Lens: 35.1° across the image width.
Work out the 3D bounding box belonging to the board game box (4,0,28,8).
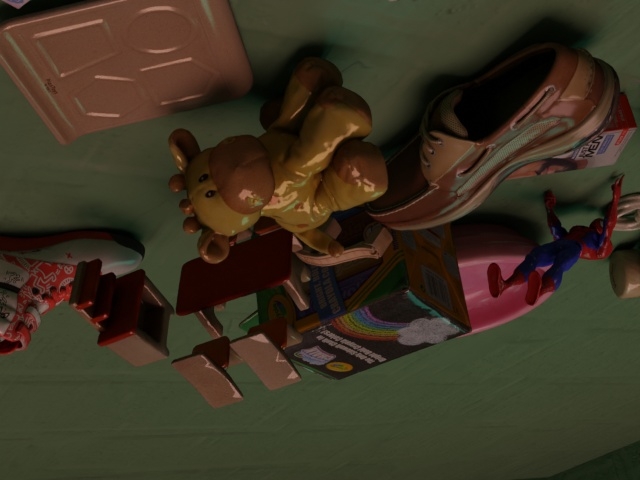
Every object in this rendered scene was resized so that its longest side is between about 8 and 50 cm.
[{"bbox_3d":[-0.248,-0.232,0.809,0.090,0.020,0.090,-26,152,27],"label":"board game box"}]

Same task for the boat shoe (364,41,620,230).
[{"bbox_3d":[0.166,-0.124,1.126,0.324,0.123,0.120,-32,138,33],"label":"boat shoe"}]

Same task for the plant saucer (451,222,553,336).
[{"bbox_3d":[0.200,0.065,1.569,0.332,0.084,0.332,-9,155,-4],"label":"plant saucer"}]

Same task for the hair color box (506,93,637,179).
[{"bbox_3d":[0.287,-0.124,1.236,0.167,0.053,0.093,-8,156,-5],"label":"hair color box"}]

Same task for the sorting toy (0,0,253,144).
[{"bbox_3d":[-0.179,-0.173,0.954,0.208,0.038,0.193,-17,156,1],"label":"sorting toy"}]

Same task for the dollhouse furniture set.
[{"bbox_3d":[-0.147,0.053,1.188,0.259,0.262,0.135,-20,133,19],"label":"dollhouse furniture set"}]

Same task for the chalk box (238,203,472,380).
[{"bbox_3d":[0.026,0.065,1.362,0.289,0.179,0.180,-23,147,26],"label":"chalk box"}]

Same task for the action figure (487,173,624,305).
[{"bbox_3d":[0.336,-0.016,1.400,0.091,0.139,0.280,14,-159,36],"label":"action figure"}]

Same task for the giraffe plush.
[{"bbox_3d":[-0.060,-0.068,1.018,0.170,0.181,0.210,-10,142,-33],"label":"giraffe plush"}]

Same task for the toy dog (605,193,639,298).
[{"bbox_3d":[0.571,0.040,1.581,0.220,0.161,0.334,-17,155,11],"label":"toy dog"}]

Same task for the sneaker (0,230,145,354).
[{"bbox_3d":[-0.347,0.068,1.261,0.270,0.145,0.090,1,153,-26],"label":"sneaker"}]

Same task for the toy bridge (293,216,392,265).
[{"bbox_3d":[0.000,0.000,1.260,0.188,0.063,0.026,12,148,43],"label":"toy bridge"}]
